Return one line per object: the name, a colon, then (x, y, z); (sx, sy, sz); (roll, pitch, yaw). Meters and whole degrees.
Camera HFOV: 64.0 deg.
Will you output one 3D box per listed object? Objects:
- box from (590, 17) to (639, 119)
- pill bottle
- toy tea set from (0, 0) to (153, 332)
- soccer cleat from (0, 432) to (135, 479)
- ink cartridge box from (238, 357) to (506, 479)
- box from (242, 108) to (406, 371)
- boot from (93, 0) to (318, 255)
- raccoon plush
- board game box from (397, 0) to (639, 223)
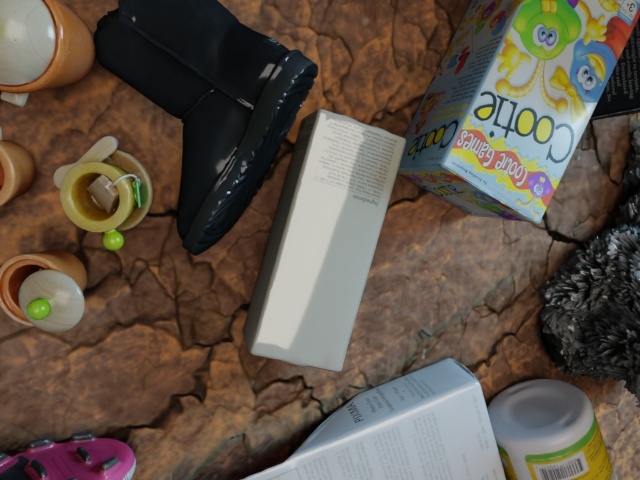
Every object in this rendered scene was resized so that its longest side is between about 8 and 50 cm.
box: (0.510, -0.263, 0.604); (0.296, 0.294, 0.183); (-12, 99, -15)
pill bottle: (0.328, 0.329, 0.698); (0.136, 0.136, 0.246); (-26, 102, -12)
toy tea set: (-0.279, -0.075, 0.471); (0.200, 0.124, 0.336); (-18, 101, 6)
soccer cleat: (-0.327, 0.301, 0.472); (0.331, 0.116, 0.143); (-13, 111, -52)
ink cartridge box: (0.056, 0.367, 0.663); (0.385, 0.091, 0.308); (-19, 101, -7)
box: (0.000, 0.000, 0.594); (0.113, 0.094, 0.275); (17, 92, -16)
boot: (-0.144, -0.135, 0.537); (0.207, 0.094, 0.246); (35, 112, 7)
raccoon plush: (0.451, 0.056, 0.618); (0.216, 0.299, 0.446); (2, 95, -15)
board game box: (0.225, -0.177, 0.611); (0.142, 0.144, 0.275); (27, 89, -17)
